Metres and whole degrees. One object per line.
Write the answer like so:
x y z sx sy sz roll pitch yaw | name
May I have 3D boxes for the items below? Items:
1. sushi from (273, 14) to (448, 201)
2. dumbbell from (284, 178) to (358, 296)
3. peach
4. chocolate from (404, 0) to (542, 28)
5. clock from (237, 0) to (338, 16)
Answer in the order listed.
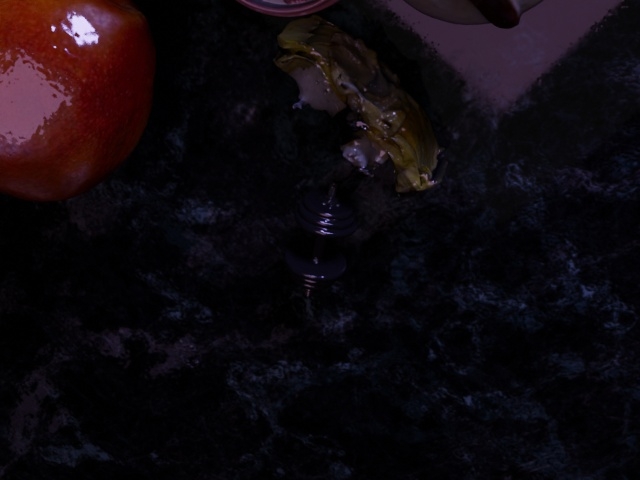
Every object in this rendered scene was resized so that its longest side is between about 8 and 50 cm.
0.051 -0.169 0.964 0.131 0.139 0.291 -28 113 36 | sushi
0.000 0.000 1.103 0.099 0.099 0.209 16 123 4 | dumbbell
-0.364 -0.214 0.953 0.332 0.308 0.308 -29 111 23 | peach
0.153 -0.353 0.729 0.283 0.186 0.284 6 123 10 | chocolate
-0.047 -0.397 0.891 0.244 0.056 0.244 6 124 9 | clock
